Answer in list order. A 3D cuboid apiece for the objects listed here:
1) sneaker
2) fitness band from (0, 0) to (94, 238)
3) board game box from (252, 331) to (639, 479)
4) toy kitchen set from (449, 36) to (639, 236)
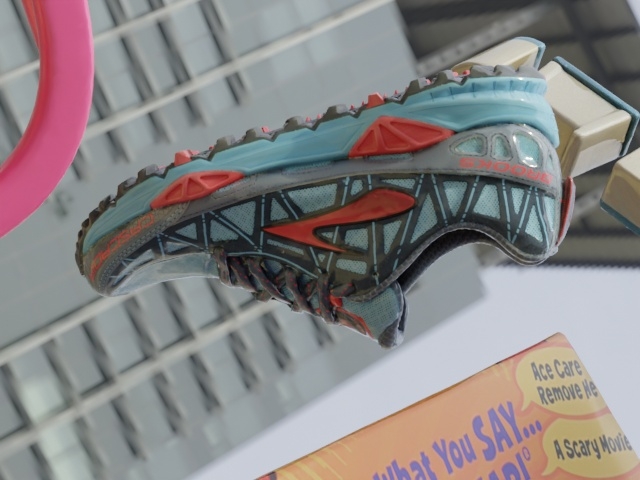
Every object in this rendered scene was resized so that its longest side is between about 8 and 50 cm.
[{"bbox_3d":[0.000,0.000,0.930,0.262,0.104,0.125,-17,-96,14],"label":"sneaker"},{"bbox_3d":[-0.228,-0.127,0.903,0.054,0.209,0.291,16,-53,68],"label":"fitness band"},{"bbox_3d":[-0.011,0.304,0.783,0.356,0.356,0.356,-34,-99,30],"label":"board game box"},{"bbox_3d":[0.193,-0.048,1.391,0.207,0.122,0.166,40,-44,25],"label":"toy kitchen set"}]
